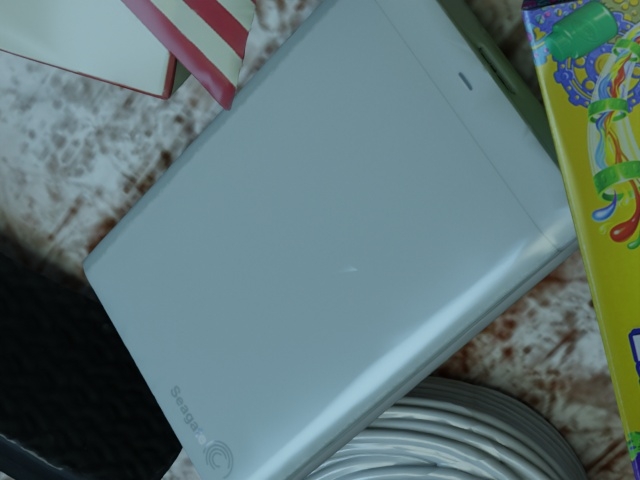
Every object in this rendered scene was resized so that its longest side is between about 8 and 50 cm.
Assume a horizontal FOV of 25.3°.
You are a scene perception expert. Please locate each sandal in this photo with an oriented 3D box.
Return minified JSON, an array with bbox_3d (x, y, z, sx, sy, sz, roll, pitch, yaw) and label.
[{"bbox_3d":[-0.296,0.043,0.930,0.446,0.167,0.107,36,138,-6],"label":"sandal"}]

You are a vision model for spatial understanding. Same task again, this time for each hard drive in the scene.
[{"bbox_3d":[0.000,0.000,0.839,0.307,0.040,0.203,-44,68,29],"label":"hard drive"}]

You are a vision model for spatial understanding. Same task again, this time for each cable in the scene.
[{"bbox_3d":[0.061,0.205,0.959,0.257,0.089,0.257,31,121,-2],"label":"cable"}]

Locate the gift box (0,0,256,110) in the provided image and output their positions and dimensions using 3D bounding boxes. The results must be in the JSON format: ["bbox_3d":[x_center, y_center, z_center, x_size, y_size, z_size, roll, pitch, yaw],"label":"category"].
[{"bbox_3d":[-0.124,-0.209,0.687,0.255,0.258,0.276,13,119,8],"label":"gift box"}]

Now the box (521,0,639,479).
[{"bbox_3d":[0.224,-0.037,0.676,0.177,0.279,0.290,-9,114,19],"label":"box"}]
